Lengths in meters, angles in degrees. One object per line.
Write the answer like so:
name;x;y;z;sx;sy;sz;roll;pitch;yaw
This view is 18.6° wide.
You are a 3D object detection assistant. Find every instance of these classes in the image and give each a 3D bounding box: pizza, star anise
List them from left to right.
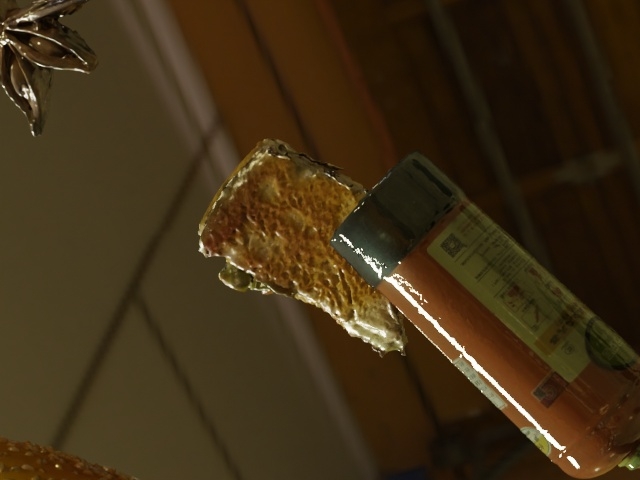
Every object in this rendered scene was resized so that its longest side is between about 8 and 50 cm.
star anise;-0.304;-0.198;1.922;0.063;0.208;0.171;-31;-46;-60
pizza;0.000;0.000;1.763;0.069;0.226;0.147;-28;-41;-67

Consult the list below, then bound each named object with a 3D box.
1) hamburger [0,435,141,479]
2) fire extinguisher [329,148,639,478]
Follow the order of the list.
hamburger;-0.203;0.235;1.497;0.151;0.295;0.227;-62;-31;-4
fire extinguisher;0.194;0.077;1.637;0.376;0.113;0.200;45;-135;6
